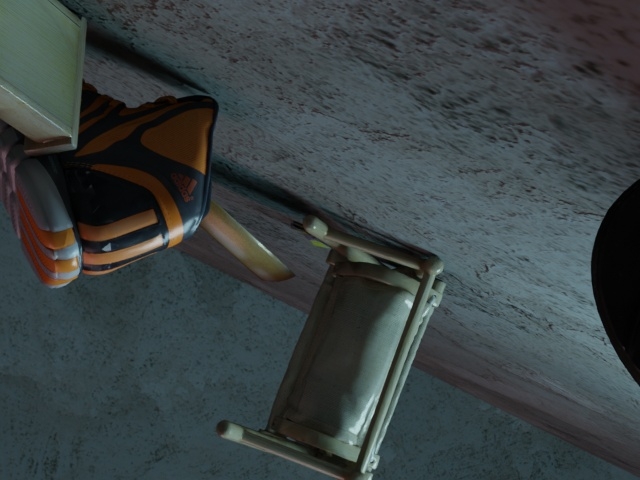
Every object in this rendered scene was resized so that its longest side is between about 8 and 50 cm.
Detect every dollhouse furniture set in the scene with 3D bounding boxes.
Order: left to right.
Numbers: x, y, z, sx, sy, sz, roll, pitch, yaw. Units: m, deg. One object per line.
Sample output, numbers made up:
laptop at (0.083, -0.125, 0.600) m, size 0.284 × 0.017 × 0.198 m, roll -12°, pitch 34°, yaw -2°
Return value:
dollhouse furniture set at (-0.318, -0.128, 0.944) m, size 0.242 × 0.212 × 0.161 m, roll -7°, pitch 159°, yaw 21°

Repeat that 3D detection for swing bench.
swing bench at (0.026, 0.132, 1.443) m, size 0.165 × 0.253 × 0.255 m, roll 20°, pitch 173°, yaw 11°

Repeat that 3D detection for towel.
towel at (0.000, 0.000, 1.603) m, size 0.060 × 0.009 × 0.083 m, roll 21°, pitch 172°, yaw 24°

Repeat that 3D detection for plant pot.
plant pot at (-0.125, -0.028, 1.455) m, size 0.236 × 0.032 × 0.236 m, roll 42°, pitch 178°, yaw 1°

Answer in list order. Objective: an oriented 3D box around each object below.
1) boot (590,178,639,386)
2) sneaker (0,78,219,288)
boot at (0.271, 0.079, 0.703) m, size 0.348 × 0.131 × 0.260 m, roll 33°, pitch 180°, yaw -5°
sneaker at (-0.189, -0.091, 1.087) m, size 0.321 × 0.180 × 0.125 m, roll 57°, pitch 152°, yaw 37°
